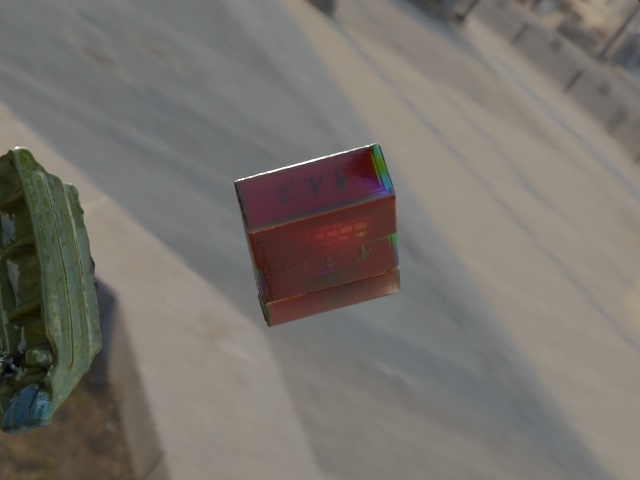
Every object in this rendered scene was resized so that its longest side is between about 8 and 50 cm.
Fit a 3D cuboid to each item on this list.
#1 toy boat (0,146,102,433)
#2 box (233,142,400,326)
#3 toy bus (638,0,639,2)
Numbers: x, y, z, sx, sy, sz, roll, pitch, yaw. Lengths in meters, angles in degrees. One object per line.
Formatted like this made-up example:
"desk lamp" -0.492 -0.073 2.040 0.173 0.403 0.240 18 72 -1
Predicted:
"toy boat" -0.279 0.051 1.746 0.084 0.111 0.276 5 72 -44
"box" 0.000 0.001 1.323 0.175 0.112 0.048 80 -6 -65
"toy bus" 0.370 -0.336 1.805 0.133 0.125 0.292 50 -5 8
